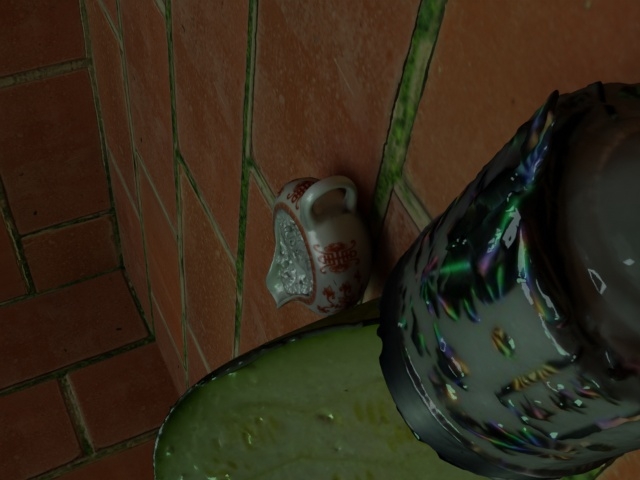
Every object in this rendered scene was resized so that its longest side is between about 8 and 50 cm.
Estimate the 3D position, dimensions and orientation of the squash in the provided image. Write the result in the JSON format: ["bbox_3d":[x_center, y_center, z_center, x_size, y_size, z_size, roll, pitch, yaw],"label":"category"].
[{"bbox_3d":[-0.001,0.194,0.817,0.210,0.308,0.234,12,119,67],"label":"squash"}]

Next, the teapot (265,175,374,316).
[{"bbox_3d":[0.000,0.000,0.938,0.246,0.116,0.159,96,161,-54],"label":"teapot"}]

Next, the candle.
[{"bbox_3d":[0.153,0.019,0.437,0.188,0.187,0.330,65,158,15],"label":"candle"}]
